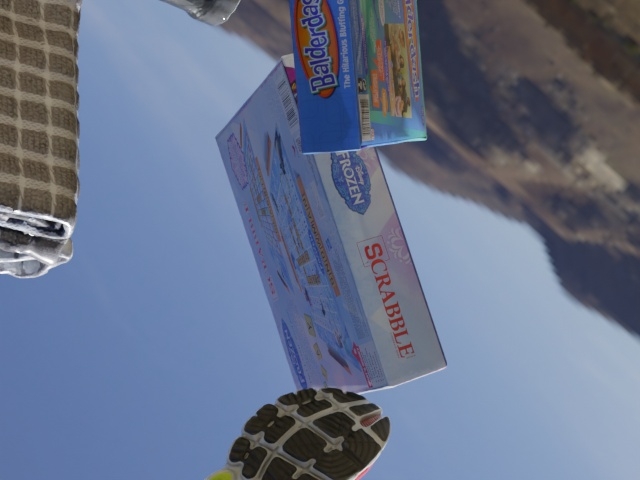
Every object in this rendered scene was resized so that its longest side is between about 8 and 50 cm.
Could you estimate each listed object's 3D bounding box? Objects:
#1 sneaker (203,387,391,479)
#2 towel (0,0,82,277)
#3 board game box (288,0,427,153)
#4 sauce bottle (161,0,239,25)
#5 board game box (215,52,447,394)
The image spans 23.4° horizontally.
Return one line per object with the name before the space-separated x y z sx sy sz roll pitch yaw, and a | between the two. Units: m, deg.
sneaker | -0.053 0.238 1.372 0.107 0.279 0.118 40 153 25
towel | -0.251 -0.110 0.796 0.283 0.121 0.235 11 -125 -30
board game box | 0.030 -0.148 1.153 0.210 0.047 0.160 -16 -78 -72
sauce bottle | -0.219 -0.271 1.275 0.344 0.111 0.111 17 -160 -31
board game box | 0.000 0.000 1.544 0.318 0.066 0.319 150 103 -72
